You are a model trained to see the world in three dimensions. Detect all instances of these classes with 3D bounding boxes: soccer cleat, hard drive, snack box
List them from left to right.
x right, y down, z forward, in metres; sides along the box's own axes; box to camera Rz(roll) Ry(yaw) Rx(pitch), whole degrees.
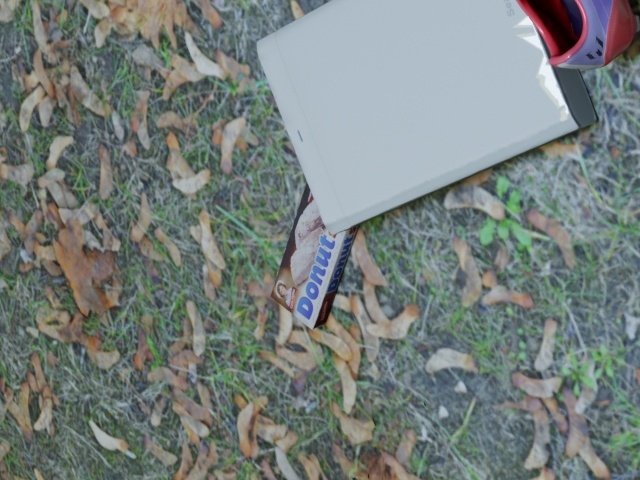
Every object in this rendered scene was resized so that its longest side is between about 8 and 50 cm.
[{"bbox_3d":[0.000,0.000,1.920,0.064,0.022,0.178,37,126,28],"label":"snack box"},{"bbox_3d":[0.088,-0.147,1.758,0.307,0.040,0.203,-24,87,42],"label":"hard drive"},{"bbox_3d":[0.182,-0.256,1.607,0.083,0.095,0.248,-31,82,45],"label":"soccer cleat"}]
